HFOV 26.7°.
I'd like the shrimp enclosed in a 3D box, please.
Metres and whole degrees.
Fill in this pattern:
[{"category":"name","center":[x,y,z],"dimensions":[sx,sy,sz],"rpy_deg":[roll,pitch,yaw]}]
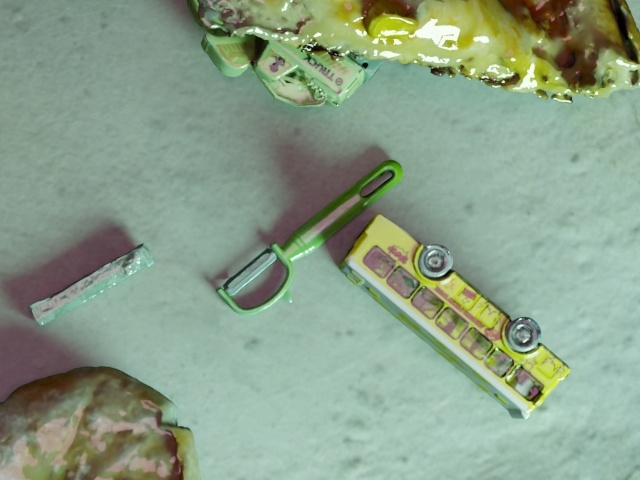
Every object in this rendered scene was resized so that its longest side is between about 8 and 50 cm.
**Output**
[{"category":"shrimp","center":[-0.236,0.324,1.147],"dimensions":[0.221,0.110,0.446],"rpy_deg":[12,77,0]}]

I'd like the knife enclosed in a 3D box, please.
[{"category":"knife","center":[0.000,0.000,1.261],"dimensions":[0.212,0.015,0.054],"rpy_deg":[-40,90,-11]}]

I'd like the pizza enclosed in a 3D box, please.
[{"category":"pizza","center":[0.100,-0.332,1.253],"dimensions":[0.434,0.080,0.392],"rpy_deg":[9,66,-23]}]

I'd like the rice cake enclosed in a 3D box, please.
[{"category":"rice cake","center":[-0.207,0.040,1.225],"dimensions":[0.121,0.021,0.022],"rpy_deg":[-30,97,-11]}]

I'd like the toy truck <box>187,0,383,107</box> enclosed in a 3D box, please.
[{"category":"toy truck","center":[-0.041,-0.192,1.249],"dimensions":[0.191,0.085,0.116],"rpy_deg":[37,82,-4]}]

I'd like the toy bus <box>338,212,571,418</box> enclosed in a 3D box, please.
[{"category":"toy bus","center":[0.122,0.066,1.235],"dimensions":[0.226,0.081,0.074],"rpy_deg":[40,80,-1]}]
